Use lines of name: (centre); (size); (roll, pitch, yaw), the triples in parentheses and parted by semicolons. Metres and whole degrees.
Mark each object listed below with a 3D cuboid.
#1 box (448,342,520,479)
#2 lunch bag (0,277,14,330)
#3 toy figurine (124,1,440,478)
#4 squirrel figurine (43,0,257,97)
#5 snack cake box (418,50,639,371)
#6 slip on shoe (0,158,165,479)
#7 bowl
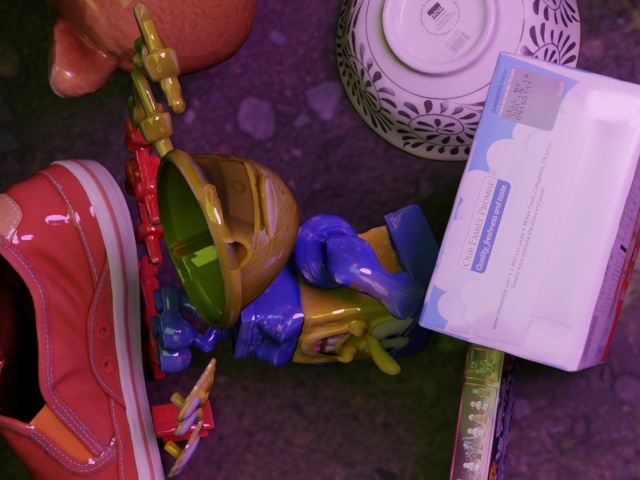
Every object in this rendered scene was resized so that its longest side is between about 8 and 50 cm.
box: (0.104, 0.133, 1.001); (0.027, 0.094, 0.137); (8, 89, 14)
lunch bag: (-0.355, 0.079, 1.110); (0.258, 0.120, 0.293); (33, 92, 17)
toy figurine: (0.000, 0.000, 0.959); (0.217, 0.362, 0.191); (-8, 65, -12)
squirrel figurine: (-0.189, -0.267, 0.942); (0.281, 0.397, 0.370); (-36, 68, 2)
snack cake box: (0.140, -0.008, 0.913); (0.089, 0.264, 0.152); (16, 90, 14)
slip on shoe: (-0.171, 0.113, 1.019); (0.123, 0.101, 0.331); (24, 124, 51)
bowl: (0.084, -0.141, 1.032); (0.170, 0.080, 0.170); (-1, 86, 14)
